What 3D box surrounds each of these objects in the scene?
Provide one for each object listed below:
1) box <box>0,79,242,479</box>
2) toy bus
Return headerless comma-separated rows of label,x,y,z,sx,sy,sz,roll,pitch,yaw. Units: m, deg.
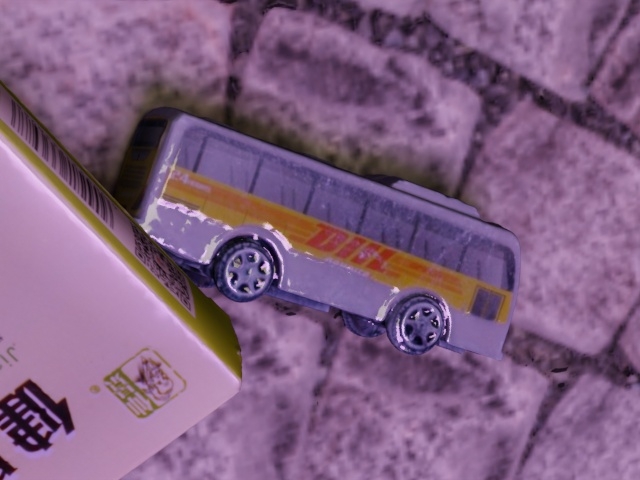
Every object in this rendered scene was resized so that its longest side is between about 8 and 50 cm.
box,-0.185,0.062,0.610,0.260,0.062,0.175,-37,115,9
toy bus,0.000,0.000,0.692,0.191,0.064,0.075,17,88,-23
